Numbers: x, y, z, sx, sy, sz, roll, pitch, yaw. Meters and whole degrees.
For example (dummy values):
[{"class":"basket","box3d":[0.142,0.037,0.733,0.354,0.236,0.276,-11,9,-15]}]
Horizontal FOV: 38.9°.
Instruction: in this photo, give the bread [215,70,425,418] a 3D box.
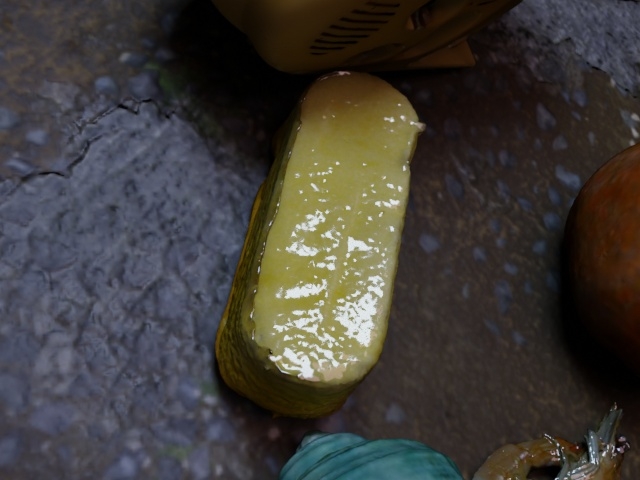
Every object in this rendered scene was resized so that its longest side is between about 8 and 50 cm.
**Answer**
[{"class":"bread","box3d":[0.000,0.000,0.611,0.102,0.094,0.245,17,60,-10]}]

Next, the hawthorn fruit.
[{"class":"hawthorn fruit","box3d":[0.314,-0.009,0.673,0.210,0.262,0.210,24,41,-23]}]

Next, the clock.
[{"class":"clock","box3d":[0.056,-0.224,0.625,0.317,0.244,0.200,-25,85,-47]}]

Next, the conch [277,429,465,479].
[{"class":"conch","box3d":[0.032,0.200,0.516,0.196,0.134,0.202,34,46,-50]}]

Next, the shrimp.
[{"class":"shrimp","box3d":[0.169,0.179,0.656,0.099,0.041,0.180,42,56,13]}]
